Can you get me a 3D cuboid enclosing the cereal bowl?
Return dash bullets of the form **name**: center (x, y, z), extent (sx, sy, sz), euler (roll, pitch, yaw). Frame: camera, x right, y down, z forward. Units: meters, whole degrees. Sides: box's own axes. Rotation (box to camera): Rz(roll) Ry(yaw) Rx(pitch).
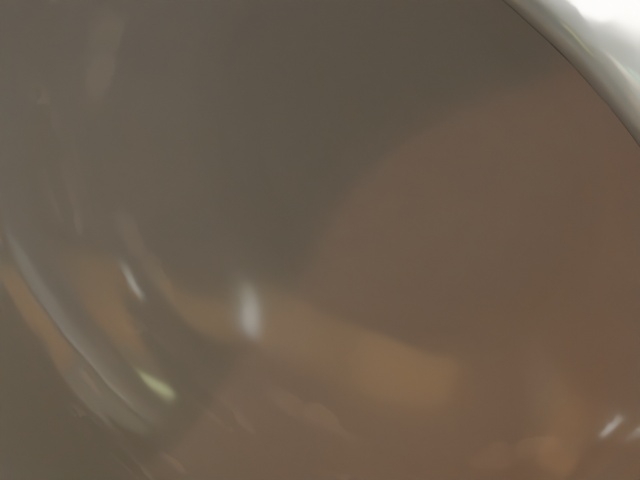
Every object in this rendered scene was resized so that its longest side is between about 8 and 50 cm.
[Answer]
- **cereal bowl**: center (0.000, 0.000, 0.624), extent (0.339, 0.339, 0.141), euler (6, 32, 31)
